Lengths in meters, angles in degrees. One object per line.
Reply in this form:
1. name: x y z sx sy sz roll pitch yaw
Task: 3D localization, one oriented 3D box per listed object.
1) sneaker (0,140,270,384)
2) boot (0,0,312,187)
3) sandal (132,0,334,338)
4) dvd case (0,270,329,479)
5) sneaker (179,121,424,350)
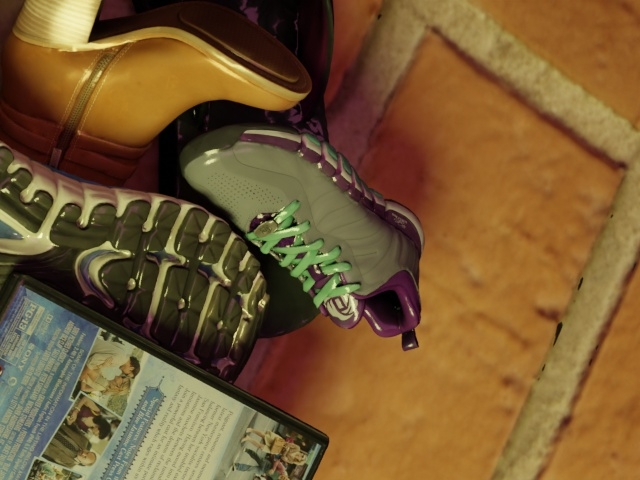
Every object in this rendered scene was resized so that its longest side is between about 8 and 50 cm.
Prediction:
1. sneaker: -0.174 0.004 0.985 0.330 0.147 0.129 30 83 -33
2. boot: -0.115 -0.086 1.009 0.197 0.073 0.152 23 117 4
3. sandal: -0.048 -0.153 1.077 0.168 0.107 0.445 -12 96 -27
4. dvd case: -0.124 0.152 0.939 0.253 0.022 0.180 32 78 -32
5. sneaker: 0.000 0.000 1.020 0.224 0.083 0.098 26 46 -42
